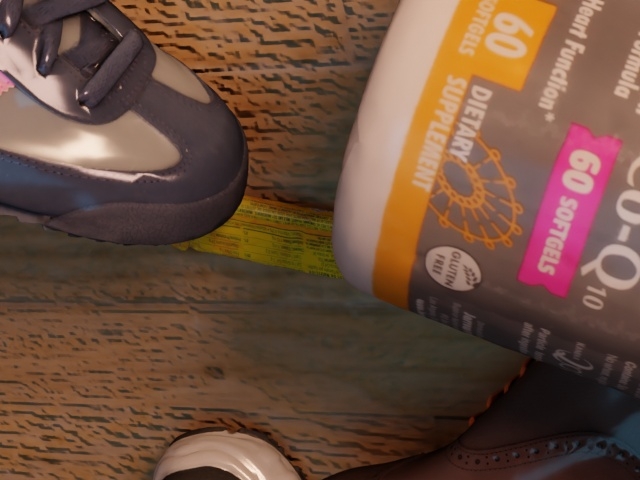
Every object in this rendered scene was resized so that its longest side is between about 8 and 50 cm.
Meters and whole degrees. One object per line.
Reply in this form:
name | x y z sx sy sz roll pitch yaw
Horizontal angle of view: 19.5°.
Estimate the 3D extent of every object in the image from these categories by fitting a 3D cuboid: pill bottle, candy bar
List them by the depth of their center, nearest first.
pill bottle | 0.158 -0.011 0.684 0.278 0.162 0.162 20 127 11
candy bar | 0.000 0.000 0.852 0.161 0.018 0.040 9 127 18

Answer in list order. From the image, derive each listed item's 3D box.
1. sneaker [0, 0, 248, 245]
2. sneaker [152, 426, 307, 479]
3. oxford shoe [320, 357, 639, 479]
sneaker | -0.161 -0.111 0.774 0.319 0.112 0.131 27 134 -6
sneaker | -0.016 0.229 0.952 0.100 0.108 0.271 -21 111 31
oxford shoe | 0.104 0.088 0.831 0.271 0.097 0.098 -14 94 26
